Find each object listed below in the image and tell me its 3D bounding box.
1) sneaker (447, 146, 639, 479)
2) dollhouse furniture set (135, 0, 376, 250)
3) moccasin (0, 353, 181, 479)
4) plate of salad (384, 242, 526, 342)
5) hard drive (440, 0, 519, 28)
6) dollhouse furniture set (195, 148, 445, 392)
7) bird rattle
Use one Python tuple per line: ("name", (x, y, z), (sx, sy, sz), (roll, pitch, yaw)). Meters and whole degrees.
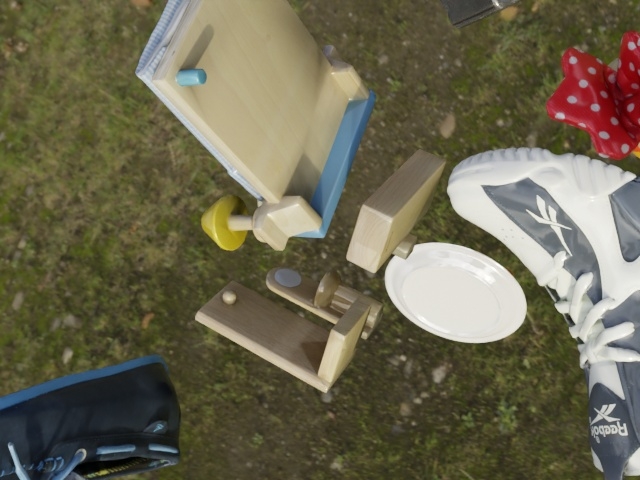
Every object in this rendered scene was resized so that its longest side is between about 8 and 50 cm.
("sneaker", (0.161, 0.054, 0.444), (0.234, 0.094, 0.153), (27, 78, 2))
("dollhouse furniture set", (-0.103, -0.181, 0.593), (0.198, 0.286, 0.304), (4, 65, 34))
("moccasin", (-0.212, 0.173, 0.604), (0.137, 0.342, 0.117), (-26, 82, 31))
("plate of salad", (0.187, 0.069, 1.094), (0.199, 0.200, 0.048), (-5, 41, 34))
("hard drive", (0.098, -0.318, 0.412), (0.236, 0.339, 0.064), (-32, 12, -12))
("dollhouse furniture set", (0.000, 0.000, 0.631), (0.123, 0.144, 0.151), (26, 126, 15))
("bird rattle", (0.317, -0.098, 0.742), (0.143, 0.253, 0.207), (-51, 8, 30))
